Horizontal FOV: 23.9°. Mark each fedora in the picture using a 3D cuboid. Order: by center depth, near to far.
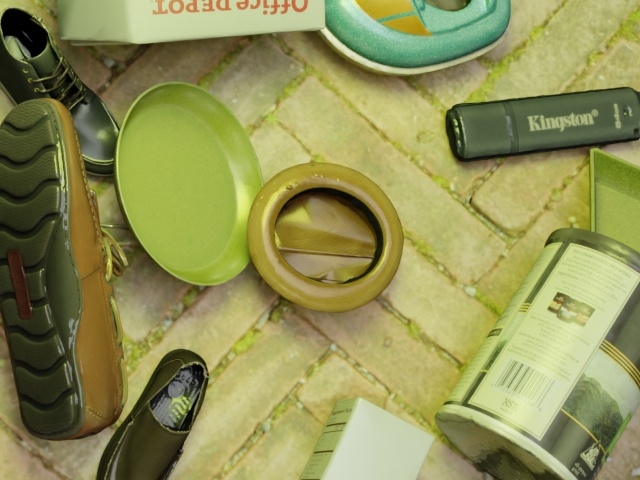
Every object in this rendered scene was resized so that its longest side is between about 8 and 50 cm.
[{"bbox_3d":[0.000,0.000,1.817,0.194,0.079,0.194,3,80,-15],"label":"fedora"}]

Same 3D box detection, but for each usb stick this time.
[{"bbox_3d":[0.292,-0.151,1.946,0.278,0.045,0.077,-7,77,-18],"label":"usb stick"}]

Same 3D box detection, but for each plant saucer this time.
[{"bbox_3d":[-0.157,-0.063,1.754,0.241,0.037,0.241,19,65,-46],"label":"plant saucer"},{"bbox_3d":[0.415,-0.011,1.928,0.188,0.045,0.188,22,44,-12],"label":"plant saucer"}]

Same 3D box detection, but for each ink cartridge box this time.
[{"bbox_3d":[-0.148,-0.417,1.706,0.279,0.160,0.384,-10,104,-38],"label":"ink cartridge box"}]

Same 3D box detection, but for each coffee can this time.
[{"bbox_3d":[0.292,0.153,1.815,0.201,0.201,0.275,38,73,-8],"label":"coffee can"}]

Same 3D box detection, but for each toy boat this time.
[{"bbox_3d":[0.098,-0.363,1.870,0.267,0.148,0.318,-16,86,-18],"label":"toy boat"}]

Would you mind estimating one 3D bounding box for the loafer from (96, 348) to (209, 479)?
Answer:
[{"bbox_3d":[-0.191,0.221,1.724,0.080,0.078,0.220,25,75,-11],"label":"loafer"}]

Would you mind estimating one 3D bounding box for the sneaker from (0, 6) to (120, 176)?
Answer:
[{"bbox_3d":[-0.302,-0.165,1.734,0.222,0.118,0.083,44,72,-5],"label":"sneaker"}]

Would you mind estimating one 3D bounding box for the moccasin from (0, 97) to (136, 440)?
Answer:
[{"bbox_3d":[-0.283,0.030,1.699,0.139,0.147,0.380,-14,89,26],"label":"moccasin"}]

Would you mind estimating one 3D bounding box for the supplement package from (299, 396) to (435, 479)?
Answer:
[{"bbox_3d":[0.039,0.286,1.768,0.105,0.105,0.179,29,75,-9],"label":"supplement package"}]
